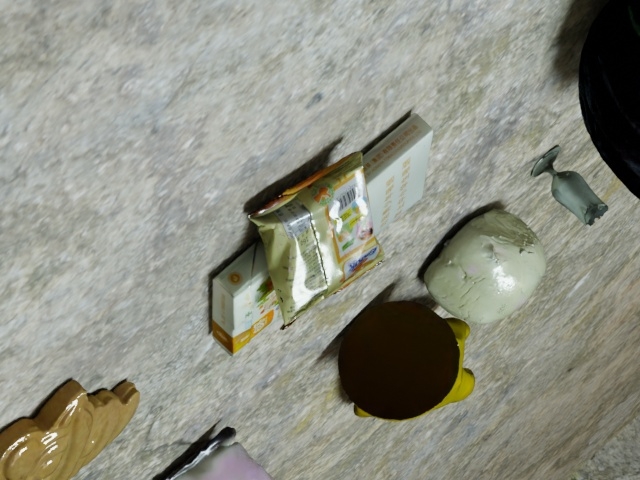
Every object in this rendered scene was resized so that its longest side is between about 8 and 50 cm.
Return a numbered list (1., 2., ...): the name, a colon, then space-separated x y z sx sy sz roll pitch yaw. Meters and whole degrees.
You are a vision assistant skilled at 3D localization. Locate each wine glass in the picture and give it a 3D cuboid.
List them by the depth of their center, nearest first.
1. wine glass: 0.254 -0.053 2.002 0.042 0.083 0.039 -41 158 -6

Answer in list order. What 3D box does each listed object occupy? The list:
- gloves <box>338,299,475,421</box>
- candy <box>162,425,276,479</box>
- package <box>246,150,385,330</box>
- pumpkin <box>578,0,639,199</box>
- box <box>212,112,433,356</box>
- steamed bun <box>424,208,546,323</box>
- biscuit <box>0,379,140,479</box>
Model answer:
1. gloves: 0.090 0.138 2.049 0.133 0.116 0.294 -5 170 6
2. candy: -0.132 0.315 1.820 0.265 0.155 0.116 -39 165 -19
3. package: 0.000 -0.002 1.532 0.108 0.031 0.121 -32 129 -24
4. pumpkin: 0.400 -0.170 1.777 0.363 0.266 0.363 -43 167 -13
5. box: 0.002 -0.003 1.612 0.220 0.032 0.122 -40 163 -20
6. steamed bun: 0.170 0.033 1.988 0.112 0.091 0.130 -52 163 25
7. biscuit: -0.229 0.179 1.498 0.250 0.035 0.162 -31 154 -35
